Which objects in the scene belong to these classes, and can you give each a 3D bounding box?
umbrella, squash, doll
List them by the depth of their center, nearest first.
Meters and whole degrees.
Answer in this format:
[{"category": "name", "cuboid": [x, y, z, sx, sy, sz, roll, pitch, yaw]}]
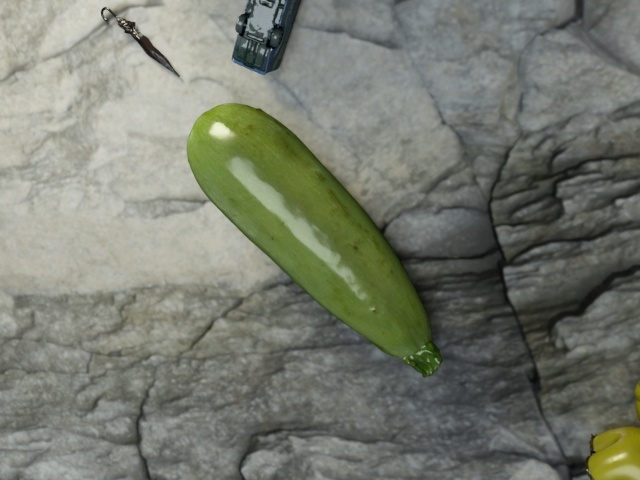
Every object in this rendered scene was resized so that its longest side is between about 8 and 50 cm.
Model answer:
[{"category": "doll", "cuboid": [0.369, 0.187, 0.853, 0.135, 0.143, 0.221, 42, 120, 6]}, {"category": "squash", "cuboid": [0.003, -0.004, 0.935, 0.370, 0.118, 0.118, 44, 113, 0]}, {"category": "umbrella", "cuboid": [-0.207, -0.231, 0.996, 0.122, 0.013, 0.022, 39, 125, 5]}]

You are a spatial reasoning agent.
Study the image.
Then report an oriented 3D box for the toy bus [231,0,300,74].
[{"category": "toy bus", "cuboid": [-0.049, -0.254, 0.911, 0.051, 0.061, 0.153, 24, 112, 10]}]
